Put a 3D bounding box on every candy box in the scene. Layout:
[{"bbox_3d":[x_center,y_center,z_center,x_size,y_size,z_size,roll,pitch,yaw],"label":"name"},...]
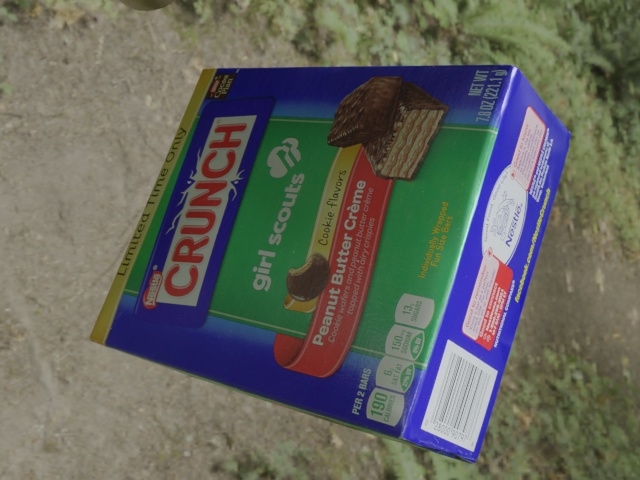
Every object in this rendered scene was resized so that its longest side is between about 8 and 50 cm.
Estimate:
[{"bbox_3d":[0.000,0.000,0.691,0.122,0.317,0.268,34,71,-48],"label":"candy box"}]

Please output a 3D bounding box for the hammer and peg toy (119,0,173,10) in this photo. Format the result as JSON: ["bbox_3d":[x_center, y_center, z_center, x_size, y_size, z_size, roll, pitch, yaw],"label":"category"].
[{"bbox_3d":[-0.017,-0.314,0.517,0.266,0.361,0.127,64,5,6],"label":"hammer and peg toy"}]
